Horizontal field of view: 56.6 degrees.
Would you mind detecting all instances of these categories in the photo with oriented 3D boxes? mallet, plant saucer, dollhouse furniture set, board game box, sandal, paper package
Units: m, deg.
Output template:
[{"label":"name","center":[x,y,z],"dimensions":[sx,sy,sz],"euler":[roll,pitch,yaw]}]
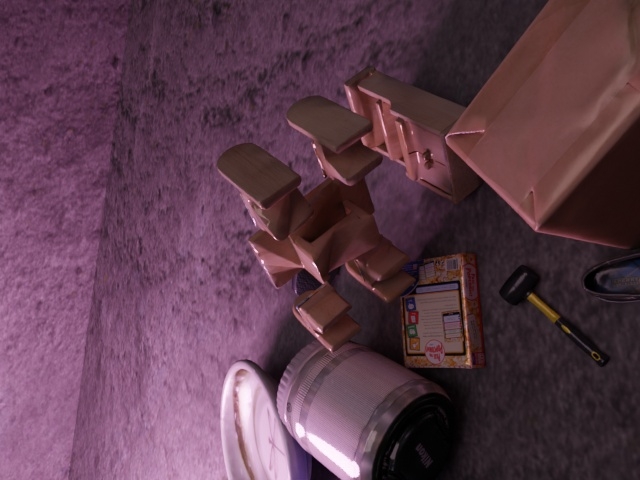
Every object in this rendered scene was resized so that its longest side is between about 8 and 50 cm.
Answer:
[{"label":"mallet","center":[0.360,0.109,0.902],"dimensions":[0.189,0.039,0.062],"euler":[40,113,38]},{"label":"plant saucer","center":[-0.109,0.456,1.301],"dimensions":[0.400,0.100,0.401],"euler":[15,107,61]},{"label":"dollhouse furniture set","center":[0.038,-0.094,1.013],"dimensions":[0.394,0.362,0.256],"euler":[-38,46,-14]},{"label":"board game box","center":[0.210,0.128,1.055],"dimensions":[0.146,0.045,0.194],"euler":[-12,77,47]},{"label":"sandal","center":[0.001,0.000,1.280],"dimensions":[0.054,0.097,0.255],"euler":[15,87,60]},{"label":"paper package","center":[0.367,-0.156,0.704],"dimensions":[0.310,0.324,0.168],"euler":[-56,50,27]}]

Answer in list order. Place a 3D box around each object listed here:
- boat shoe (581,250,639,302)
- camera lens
[{"label":"boat shoe","center":[0.451,0.038,0.771],"dimensions":[0.228,0.076,0.080],"euler":[-13,76,47]},{"label":"camera lens","center":[0.080,0.311,1.050],"dimensions":[0.274,0.219,0.220],"euler":[21,101,47]}]
